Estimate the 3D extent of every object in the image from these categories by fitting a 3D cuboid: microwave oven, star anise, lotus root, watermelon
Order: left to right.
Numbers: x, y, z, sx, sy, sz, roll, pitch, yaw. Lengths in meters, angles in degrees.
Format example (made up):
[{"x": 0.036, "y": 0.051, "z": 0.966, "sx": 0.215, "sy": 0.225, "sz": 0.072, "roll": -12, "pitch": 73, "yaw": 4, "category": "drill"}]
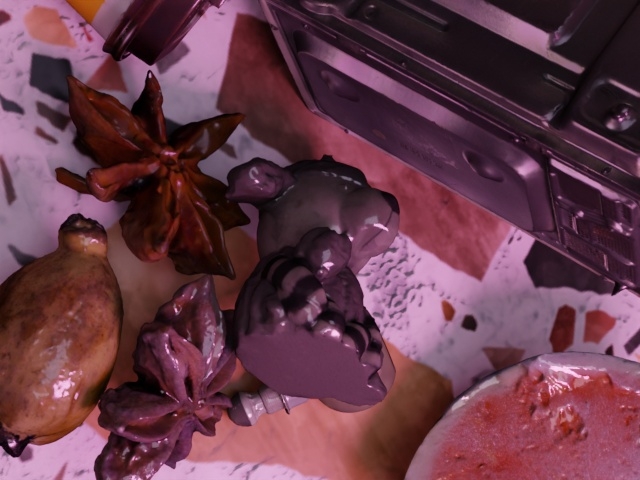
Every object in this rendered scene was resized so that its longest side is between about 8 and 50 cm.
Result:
[{"x": -0.233, "y": 0.082, "z": 1.247, "sx": 0.138, "sy": 0.138, "sz": 0.214, "roll": 28, "pitch": 85, "yaw": -18, "category": "lotus root"}, {"x": -0.142, "y": -0.053, "z": 1.301, "sx": 0.196, "sy": 0.111, "sz": 0.212, "roll": -13, "pitch": 64, "yaw": -38, "category": "star anise"}, {"x": -0.129, "y": 0.121, "z": 1.267, "sx": 0.073, "sy": 0.212, "sz": 0.197, "roll": 21, "pitch": 100, "yaw": 19, "category": "star anise"}, {"x": 0.199, "y": -0.197, "z": 1.256, "sx": 0.394, "sy": 0.247, "sz": 0.333, "roll": 31, "pitch": 74, "yaw": 24, "category": "microwave oven"}, {"x": 0.233, "y": 0.227, "z": 1.393, "sx": 0.305, "sy": 0.180, "sz": 0.224, "roll": -37, "pitch": 120, "yaw": -7, "category": "watermelon"}]

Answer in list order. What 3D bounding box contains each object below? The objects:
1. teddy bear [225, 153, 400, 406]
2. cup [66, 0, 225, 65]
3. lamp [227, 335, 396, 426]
[{"x": -0.008, "y": 0.008, "z": 1.279, "sx": 0.171, "sy": 0.144, "sz": 0.251, "roll": 27, "pitch": 57, "yaw": -49, "category": "teddy bear"}, {"x": -0.195, "y": -0.295, "z": 1.251, "sx": 0.280, "sy": 0.196, "sz": 0.196, "roll": 40, "pitch": 76, "yaw": -8, "category": "cup"}, {"x": -0.012, "y": 0.135, "z": 1.366, "sx": 0.163, "sy": 0.091, "sz": 0.091, "roll": -24, "pitch": 98, "yaw": -5, "category": "lamp"}]
